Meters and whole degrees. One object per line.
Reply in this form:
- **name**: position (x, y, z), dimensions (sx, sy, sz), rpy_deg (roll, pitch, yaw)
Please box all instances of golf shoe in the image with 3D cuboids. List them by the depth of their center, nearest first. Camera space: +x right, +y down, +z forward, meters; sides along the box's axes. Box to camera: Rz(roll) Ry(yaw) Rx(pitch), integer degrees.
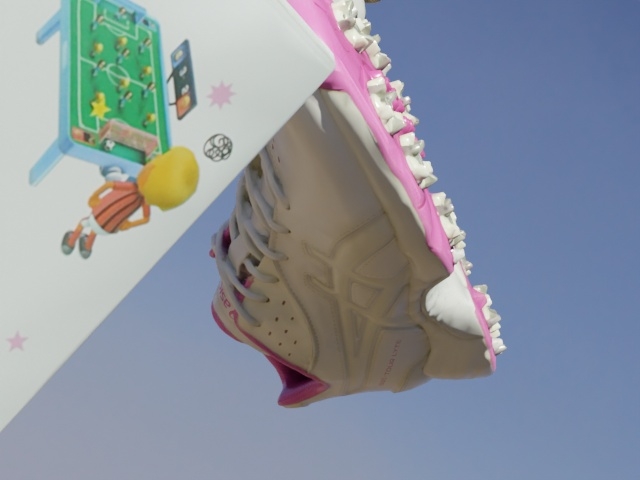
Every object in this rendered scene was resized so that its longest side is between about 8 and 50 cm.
- **golf shoe**: position (0.000, 0.000, 0.832), dimensions (0.306, 0.140, 0.115), rpy_deg (64, 7, -53)

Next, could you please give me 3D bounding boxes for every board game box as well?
- **board game box**: position (-0.167, 0.018, 0.425), dimensions (0.097, 0.303, 0.224), rpy_deg (46, -8, -29)

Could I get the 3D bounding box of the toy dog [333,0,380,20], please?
- **toy dog**: position (-0.015, -0.293, 1.201), dimensions (0.220, 0.161, 0.334), rpy_deg (-153, -138, -88)
